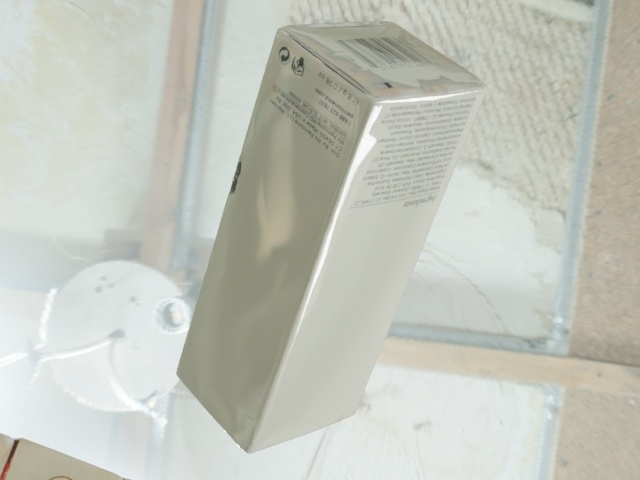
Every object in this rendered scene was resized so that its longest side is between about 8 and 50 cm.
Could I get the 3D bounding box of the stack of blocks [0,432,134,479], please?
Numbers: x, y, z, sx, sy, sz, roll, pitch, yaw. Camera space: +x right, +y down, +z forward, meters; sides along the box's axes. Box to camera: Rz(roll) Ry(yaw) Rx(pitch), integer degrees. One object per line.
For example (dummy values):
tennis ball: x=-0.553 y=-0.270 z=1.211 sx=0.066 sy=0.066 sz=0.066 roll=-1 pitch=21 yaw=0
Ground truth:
stack of blocks: x=-0.077 y=0.162 z=0.485 sx=0.297 sy=0.171 sz=0.087 roll=29 pitch=-115 yaw=-26

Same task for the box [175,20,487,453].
box: x=0.000 y=0.000 z=0.753 sx=0.094 sy=0.113 sz=0.275 roll=41 pitch=-55 yaw=33
